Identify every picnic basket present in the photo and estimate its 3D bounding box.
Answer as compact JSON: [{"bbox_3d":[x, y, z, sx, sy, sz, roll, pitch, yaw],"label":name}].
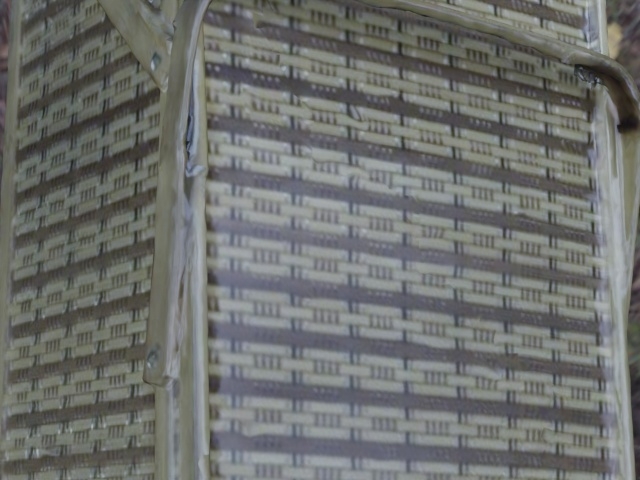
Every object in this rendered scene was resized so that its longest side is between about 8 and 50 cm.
[{"bbox_3d":[0.000,0.000,0.697,0.228,0.175,0.313,9,75,-35],"label":"picnic basket"}]
